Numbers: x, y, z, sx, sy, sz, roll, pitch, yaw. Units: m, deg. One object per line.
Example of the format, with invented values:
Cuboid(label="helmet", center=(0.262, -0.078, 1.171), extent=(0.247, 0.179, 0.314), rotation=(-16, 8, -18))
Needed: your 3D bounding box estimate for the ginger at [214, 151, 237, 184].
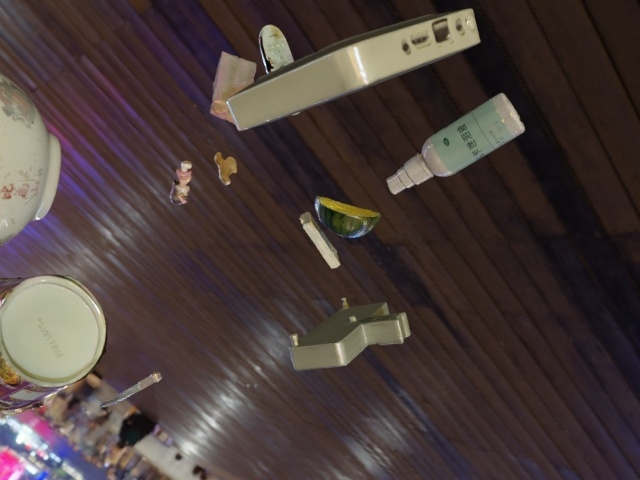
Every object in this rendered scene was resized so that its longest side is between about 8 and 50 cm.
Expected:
Cuboid(label="ginger", center=(-0.222, -0.170, 1.631), extent=(0.030, 0.048, 0.097), rotation=(111, 145, -52))

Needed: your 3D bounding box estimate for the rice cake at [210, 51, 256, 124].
Cuboid(label="rice cake", center=(-0.224, -0.399, 1.783), extent=(0.106, 0.298, 0.050), rotation=(16, 128, -15))

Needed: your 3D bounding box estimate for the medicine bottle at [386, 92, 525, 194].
Cuboid(label="medicine bottle", center=(0.317, -0.220, 1.678), extent=(0.352, 0.110, 0.110), rotation=(-31, 115, 21))

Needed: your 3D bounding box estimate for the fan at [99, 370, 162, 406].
Cuboid(label="fan", center=(-0.444, 0.355, 1.633), extent=(0.282, 0.057, 0.023), rotation=(-31, 72, 42))

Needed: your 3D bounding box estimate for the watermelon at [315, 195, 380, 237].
Cuboid(label="watermelon", center=(0.067, -0.052, 1.831), extent=(0.182, 0.092, 0.075), rotation=(14, 114, -6))

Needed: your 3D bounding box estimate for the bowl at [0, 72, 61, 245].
Cuboid(label="bowl", center=(-0.646, -0.145, 1.378), extent=(0.196, 0.434, 0.435), rotation=(10, 172, -37))

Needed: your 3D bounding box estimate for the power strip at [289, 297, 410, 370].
Cuboid(label="power strip", center=(0.060, 0.134, 1.049), extent=(0.145, 0.216, 0.061), rotation=(-9, 98, 25))

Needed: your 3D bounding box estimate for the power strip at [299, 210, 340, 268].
Cuboid(label="power strip", center=(0.000, 0.000, 2.026), extent=(0.192, 0.035, 0.081), rotation=(55, -171, -28))

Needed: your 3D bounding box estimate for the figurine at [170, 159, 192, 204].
Cuboid(label="figurine", center=(-0.393, -0.162, 1.935), extent=(0.054, 0.129, 0.072), rotation=(5, -162, -16))

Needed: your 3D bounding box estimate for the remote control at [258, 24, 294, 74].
Cuboid(label="remote control", center=(-0.113, -0.478, 1.939), extent=(0.045, 0.097, 0.256), rotation=(-4, 106, 53))

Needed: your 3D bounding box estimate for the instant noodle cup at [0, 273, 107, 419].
Cuboid(label="instant noodle cup", center=(-0.654, 0.226, 1.560), extent=(0.266, 0.340, 0.340), rotation=(-17, 123, 41))

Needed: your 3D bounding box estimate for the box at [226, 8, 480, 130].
Cuboid(label="box", center=(0.057, -0.317, 1.260), extent=(0.373, 0.367, 0.090), rotation=(-9, 107, 49))
